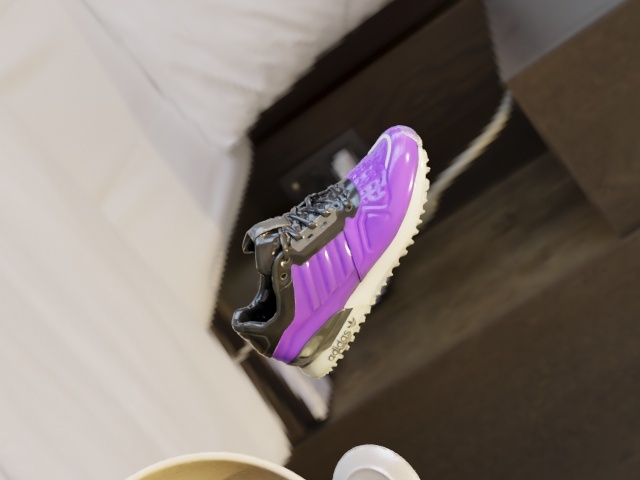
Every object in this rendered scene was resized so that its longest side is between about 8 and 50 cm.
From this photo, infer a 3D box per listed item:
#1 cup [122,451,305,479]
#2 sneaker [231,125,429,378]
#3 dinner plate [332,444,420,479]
[{"bbox_3d":[-0.114,0.418,1.600,0.331,0.331,0.237,61,-11,18],"label":"cup"},{"bbox_3d":[0.000,0.001,1.554,0.146,0.293,0.102,22,13,-21],"label":"sneaker"},{"bbox_3d":[0.068,0.315,1.775,0.017,0.141,0.141,-16,71,-51],"label":"dinner plate"}]
